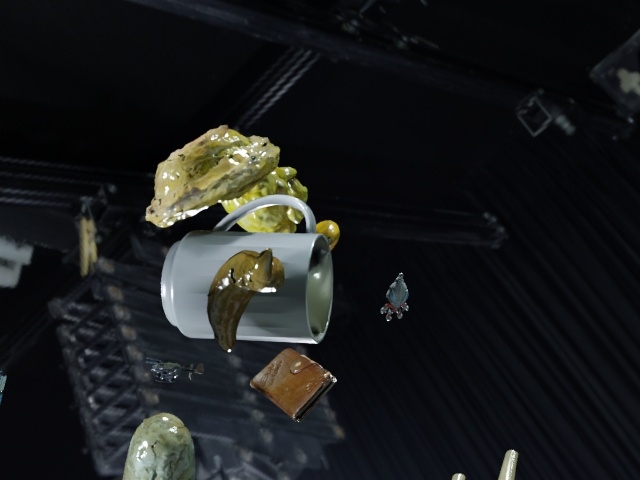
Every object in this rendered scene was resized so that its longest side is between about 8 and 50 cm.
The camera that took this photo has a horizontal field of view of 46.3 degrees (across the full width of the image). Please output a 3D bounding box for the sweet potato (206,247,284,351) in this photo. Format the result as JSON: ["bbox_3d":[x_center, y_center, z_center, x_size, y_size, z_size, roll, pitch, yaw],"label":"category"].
[{"bbox_3d":[-0.147,0.087,1.414,0.098,0.124,0.310,5,-37,-31],"label":"sweet potato"}]

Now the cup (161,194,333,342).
[{"bbox_3d":[-0.152,0.057,1.629,0.327,0.322,0.237,2,-11,15],"label":"cup"}]

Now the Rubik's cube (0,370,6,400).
[{"bbox_3d":[-0.649,0.298,1.257,0.182,0.187,0.184,12,-13,-15],"label":"Rubik's cube"}]

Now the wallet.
[{"bbox_3d":[-0.047,0.224,1.195,0.095,0.176,0.026,-44,-68,-14],"label":"wallet"}]

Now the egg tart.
[{"bbox_3d":[-0.265,-0.163,1.725,0.352,0.352,0.150,-28,-74,0],"label":"egg tart"}]

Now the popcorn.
[{"bbox_3d":[-0.166,-0.125,2.067,0.215,0.286,0.252,-42,-11,18],"label":"popcorn"}]

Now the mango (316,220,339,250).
[{"bbox_3d":[0.000,0.000,1.865,0.075,0.098,0.190,26,-23,-7],"label":"mango"}]

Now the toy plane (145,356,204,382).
[{"bbox_3d":[-0.299,0.264,1.534,0.121,0.049,0.031,7,-59,-9],"label":"toy plane"}]

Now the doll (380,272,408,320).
[{"bbox_3d":[0.161,0.119,1.578,0.057,0.039,0.114,11,-58,8],"label":"doll"}]

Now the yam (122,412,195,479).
[{"bbox_3d":[-0.264,0.419,1.228,0.133,0.133,0.330,-7,-55,-29],"label":"yam"}]

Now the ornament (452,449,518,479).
[{"bbox_3d":[0.283,0.466,1.243,0.230,0.061,0.245,-43,11,40],"label":"ornament"}]
